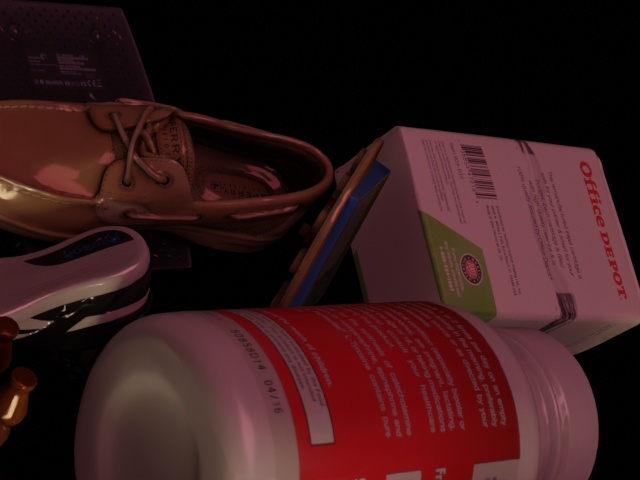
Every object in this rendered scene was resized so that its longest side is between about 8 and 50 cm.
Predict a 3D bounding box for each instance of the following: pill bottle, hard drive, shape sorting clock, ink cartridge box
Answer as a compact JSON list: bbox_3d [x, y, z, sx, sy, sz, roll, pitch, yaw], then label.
[{"bbox_3d":[0.027,0.165,1.345,0.408,0.229,0.229,-1,66,-40],"label":"pill bottle"},{"bbox_3d":[-0.214,-0.083,1.413,0.172,0.054,0.254,-2,68,-40],"label":"hard drive"},{"bbox_3d":[0.000,0.000,1.442,0.040,0.206,0.206,30,46,6],"label":"shape sorting clock"},{"bbox_3d":[0.169,0.006,1.635,0.273,0.115,0.198,4,64,-38],"label":"ink cartridge box"}]

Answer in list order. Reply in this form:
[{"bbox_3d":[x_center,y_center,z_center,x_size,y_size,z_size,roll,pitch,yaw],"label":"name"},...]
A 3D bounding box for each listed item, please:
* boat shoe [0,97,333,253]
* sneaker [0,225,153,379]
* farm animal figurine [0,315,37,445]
[{"bbox_3d":[-0.146,-0.068,1.342,0.341,0.110,0.121,5,64,-38],"label":"boat shoe"},{"bbox_3d":[-0.234,0.071,1.294,0.217,0.121,0.079,-13,45,-11],"label":"sneaker"},{"bbox_3d":[-0.375,0.122,1.086,0.327,0.172,0.330,45,35,14],"label":"farm animal figurine"}]
